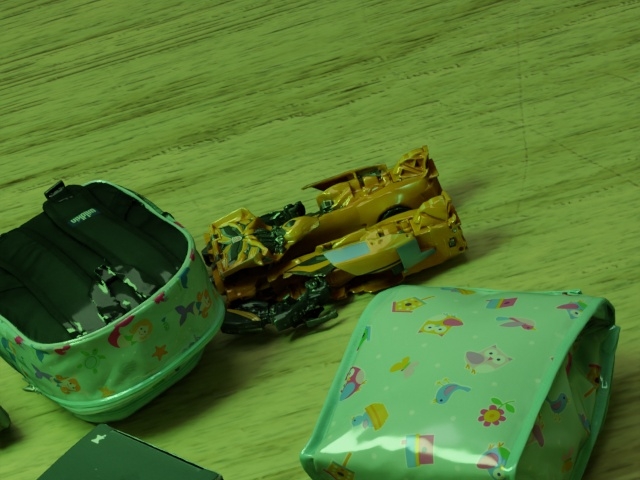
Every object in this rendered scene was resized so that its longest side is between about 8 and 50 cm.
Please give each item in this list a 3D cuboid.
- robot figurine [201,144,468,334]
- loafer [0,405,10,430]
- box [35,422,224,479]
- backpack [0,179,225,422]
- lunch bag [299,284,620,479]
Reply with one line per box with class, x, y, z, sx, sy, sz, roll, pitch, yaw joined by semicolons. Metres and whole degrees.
robot figurine;0.000;0.000;2.128;0.291;0.085;0.211;-19;33;-1
loafer;-0.428;0.176;2.091;0.251;0.094;0.087;8;54;40
box;-0.143;0.280;1.691;0.153;0.207;0.108;17;47;40
backpack;-0.223;0.070;2.039;0.225;0.191;0.253;-36;31;-20
lunch bag;0.135;0.146;1.799;0.223;0.160;0.262;2;44;28
